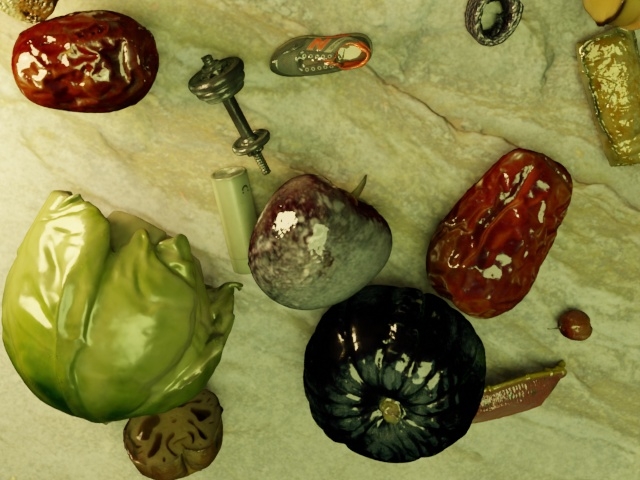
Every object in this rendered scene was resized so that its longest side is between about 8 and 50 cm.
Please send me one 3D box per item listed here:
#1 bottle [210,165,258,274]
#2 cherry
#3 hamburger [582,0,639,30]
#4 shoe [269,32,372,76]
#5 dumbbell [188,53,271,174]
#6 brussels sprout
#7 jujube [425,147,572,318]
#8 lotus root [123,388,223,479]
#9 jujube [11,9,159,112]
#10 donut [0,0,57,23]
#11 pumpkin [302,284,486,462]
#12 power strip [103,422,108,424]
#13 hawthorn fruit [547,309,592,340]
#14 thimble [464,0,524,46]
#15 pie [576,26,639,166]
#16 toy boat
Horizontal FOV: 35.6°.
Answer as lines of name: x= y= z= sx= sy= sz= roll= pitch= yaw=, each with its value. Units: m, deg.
bottle: x=-0.156 y=-0.038 z=1.923 sx=0.072 sy=0.072 sz=0.201 roll=-12 pitch=112 yaw=0
cherry: x=0.000 y=0.000 z=1.868 sx=0.255 sy=0.218 sz=0.296 roll=29 pitch=107 yaw=-42
hamburger: x=0.582 y=-0.505 z=1.704 sx=0.237 sy=0.276 sz=0.276 roll=-4 pitch=112 yaw=-6
shoe: x=0.003 y=-0.336 z=1.817 sx=0.194 sy=0.077 sz=0.074 roll=-9 pitch=112 yaw=-2
dumbbell: x=-0.153 y=-0.228 z=1.837 sx=0.110 sy=0.110 sz=0.254 roll=-25 pitch=117 yaw=5
brussels sprout: x=-0.383 y=0.146 z=1.808 sx=0.425 sy=0.342 sz=0.361 roll=29 pitch=74 yaw=-3
jujube: x=0.350 y=-0.016 z=1.912 sx=0.216 sy=0.216 sz=0.342 roll=32 pitch=92 yaw=-16
lotus root: x=-0.288 y=0.418 z=2.024 sx=0.188 sy=0.199 sz=0.180 roll=8 pitch=135 yaw=13
jujube: x=-0.407 y=-0.313 z=1.750 sx=0.243 sy=0.183 sz=0.183 roll=-3 pitch=112 yaw=6
donut: x=-0.440 y=-0.495 z=1.692 sx=0.295 sy=0.151 sz=0.112 roll=-39 pitch=121 yaw=16
pumpkin: x=0.141 y=0.258 z=1.944 sx=0.363 sy=0.266 sz=0.363 roll=6 pitch=121 yaw=10
power strip: x=-0.382 y=0.269 z=2.036 sx=0.078 sy=0.052 sz=0.272 roll=41 pitch=102 yaw=-18
hawthorn fruit: x=0.511 y=0.180 z=2.062 sx=0.103 sy=0.067 sz=0.066 roll=-9 pitch=112 yaw=-15
thimble: x=0.313 y=-0.411 z=1.819 sx=0.095 sy=0.066 sz=0.104 roll=40 pitch=104 yaw=-20
pie: x=0.569 y=-0.275 z=1.895 sx=0.129 sy=0.068 sz=0.282 roll=-20 pitch=107 yaw=2
toy boat: x=0.373 y=0.323 z=2.099 sx=0.318 sy=0.099 sz=0.141 roll=-11 pitch=153 yaw=-1
